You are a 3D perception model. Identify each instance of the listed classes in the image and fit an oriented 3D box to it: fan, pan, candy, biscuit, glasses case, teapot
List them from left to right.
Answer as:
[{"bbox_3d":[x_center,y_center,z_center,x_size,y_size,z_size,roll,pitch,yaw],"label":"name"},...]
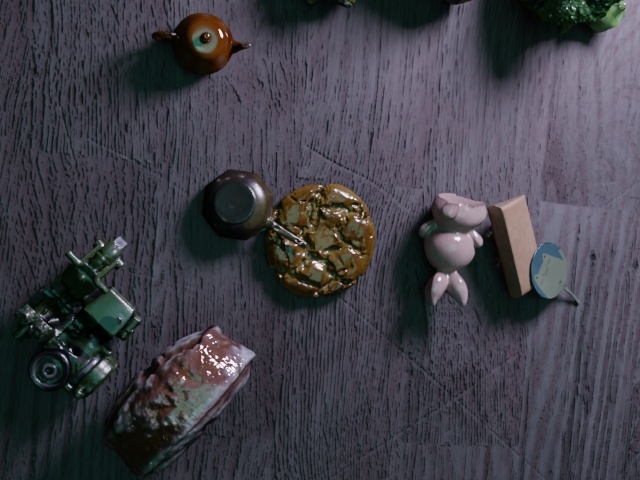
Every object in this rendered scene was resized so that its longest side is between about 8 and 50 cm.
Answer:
[{"bbox_3d":[-0.248,0.270,1.515,0.157,0.214,0.289,43,82,-4],"label":"candy"},{"bbox_3d":[-0.214,-0.355,1.561,0.173,0.116,0.116,6,90,-12],"label":"teapot"},{"bbox_3d":[-0.117,-0.062,1.594,0.202,0.048,0.128,8,88,2],"label":"pan"},{"bbox_3d":[0.000,0.000,1.651,0.226,0.042,0.225,-1,93,-12],"label":"biscuit"},{"bbox_3d":[0.381,0.004,1.721,0.103,0.070,0.193,-27,107,-34],"label":"glasses case"},{"bbox_3d":[0.473,0.077,1.744,0.175,0.005,0.113,40,66,-29],"label":"fan"}]

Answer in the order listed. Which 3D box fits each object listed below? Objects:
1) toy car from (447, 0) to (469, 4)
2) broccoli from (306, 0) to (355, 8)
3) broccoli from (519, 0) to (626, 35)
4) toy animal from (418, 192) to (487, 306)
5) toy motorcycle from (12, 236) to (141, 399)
[{"bbox_3d":[0.252,-0.547,1.613,0.145,0.235,0.235,-22,96,-10],"label":"toy car"},{"bbox_3d":[0.017,-0.487,1.611,0.120,0.130,0.131,-34,118,26],"label":"broccoli"},{"bbox_3d":[0.497,-0.502,1.666,0.270,0.270,0.270,-54,132,-6],"label":"broccoli"},{"bbox_3d":[0.243,0.018,1.678,0.124,0.124,0.212,11,98,-12],"label":"toy animal"},{"bbox_3d":[-0.406,0.135,1.523,0.275,0.127,0.205,-44,97,-5],"label":"toy motorcycle"}]
